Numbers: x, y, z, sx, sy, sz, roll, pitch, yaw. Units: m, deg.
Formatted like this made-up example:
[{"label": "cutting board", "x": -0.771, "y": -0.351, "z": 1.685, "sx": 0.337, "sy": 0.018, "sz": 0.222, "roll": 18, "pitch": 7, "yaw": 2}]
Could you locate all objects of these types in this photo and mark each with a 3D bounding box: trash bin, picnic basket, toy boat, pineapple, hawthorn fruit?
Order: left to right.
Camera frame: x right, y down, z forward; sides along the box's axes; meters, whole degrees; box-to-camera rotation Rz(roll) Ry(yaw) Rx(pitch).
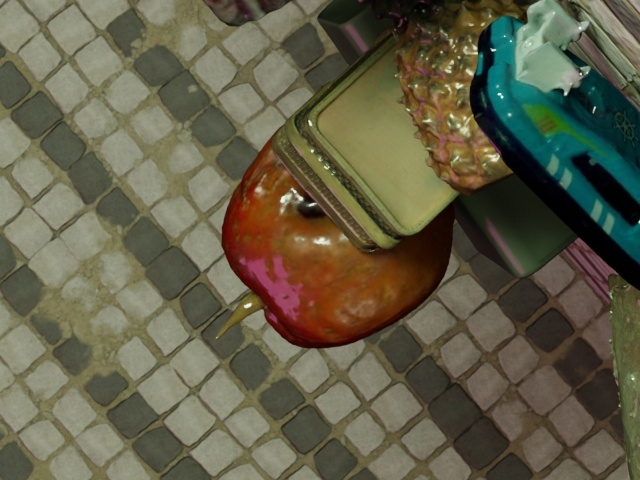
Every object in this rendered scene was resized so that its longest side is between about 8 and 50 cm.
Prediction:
[{"label": "hawthorn fruit", "x": 0.019, "y": -0.014, "z": 2.004, "sx": 0.258, "sy": 0.262, "sz": 0.258, "roll": 28, "pitch": -140, "yaw": -27}, {"label": "picnic basket", "x": 0.096, "y": -0.127, "z": 1.827, "sx": 0.165, "sy": 0.266, "sz": 0.139, "roll": 48, "pitch": 164, "yaw": -5}, {"label": "pineapple", "x": 0.111, "y": -0.211, "z": 1.671, "sx": 0.340, "sy": 0.169, "sz": 0.169, "roll": 63, "pitch": -177, "yaw": 3}, {"label": "trash bin", "x": 0.163, "y": -0.153, "z": 2.053, "sx": 0.343, "sy": 0.158, "sz": 0.223, "roll": 53, "pitch": 178, "yaw": -13}, {"label": "toy boat", "x": 0.249, "y": -0.071, "z": 1.523, "sx": 0.299, "sy": 0.092, "sz": 0.134, "roll": 39, "pitch": -139, "yaw": -30}]

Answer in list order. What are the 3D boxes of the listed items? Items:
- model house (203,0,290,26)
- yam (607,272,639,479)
[{"label": "model house", "x": -0.069, "y": -0.310, "z": 1.405, "sx": 0.280, "sy": 0.249, "sz": 0.230, "roll": 48, "pitch": -177, "yaw": -31}, {"label": "yam", "x": 0.373, "y": 0.174, "z": 1.792, "sx": 0.168, "sy": 0.168, "sz": 0.304, "roll": -101, "pitch": 4, "yaw": -86}]
